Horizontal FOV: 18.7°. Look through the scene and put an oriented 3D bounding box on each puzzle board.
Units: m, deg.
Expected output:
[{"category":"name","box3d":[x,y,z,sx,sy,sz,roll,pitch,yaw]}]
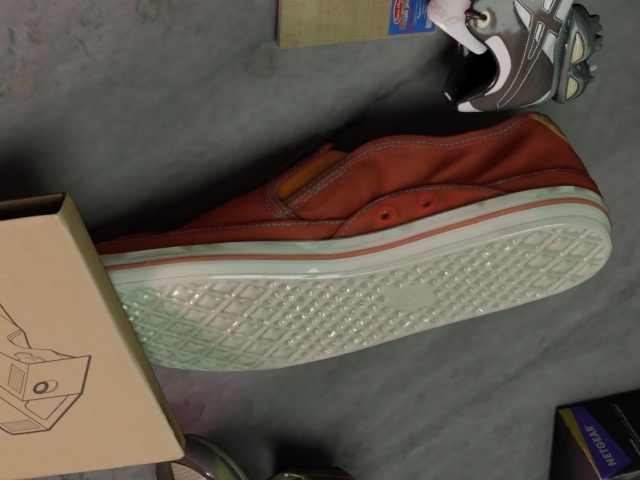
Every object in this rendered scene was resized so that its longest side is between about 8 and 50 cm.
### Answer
[{"category":"puzzle board","box3d":[0.025,-0.168,1.071,0.096,0.011,0.128,-8,127,-17]}]

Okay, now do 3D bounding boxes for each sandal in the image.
[{"category":"sandal","box3d":[0.004,0.197,1.276,0.303,0.120,0.086,40,76,-39]}]

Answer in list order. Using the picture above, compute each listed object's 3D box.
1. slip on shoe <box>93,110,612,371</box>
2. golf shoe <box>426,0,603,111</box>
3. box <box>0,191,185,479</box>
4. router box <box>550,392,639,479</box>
[{"category":"slip on shoe","box3d":[0.000,0.000,1.132,0.331,0.101,0.123,-13,147,4]},{"category":"golf shoe","box3d":[0.104,-0.151,1.065,0.094,0.077,0.198,-20,128,-18]},{"category":"box","box3d":[-0.184,0.061,1.107,0.164,0.021,0.201,-7,130,16]},{"category":"router box","box3d":[0.286,0.239,1.415,0.243,0.081,0.309,-10,127,-15]}]
